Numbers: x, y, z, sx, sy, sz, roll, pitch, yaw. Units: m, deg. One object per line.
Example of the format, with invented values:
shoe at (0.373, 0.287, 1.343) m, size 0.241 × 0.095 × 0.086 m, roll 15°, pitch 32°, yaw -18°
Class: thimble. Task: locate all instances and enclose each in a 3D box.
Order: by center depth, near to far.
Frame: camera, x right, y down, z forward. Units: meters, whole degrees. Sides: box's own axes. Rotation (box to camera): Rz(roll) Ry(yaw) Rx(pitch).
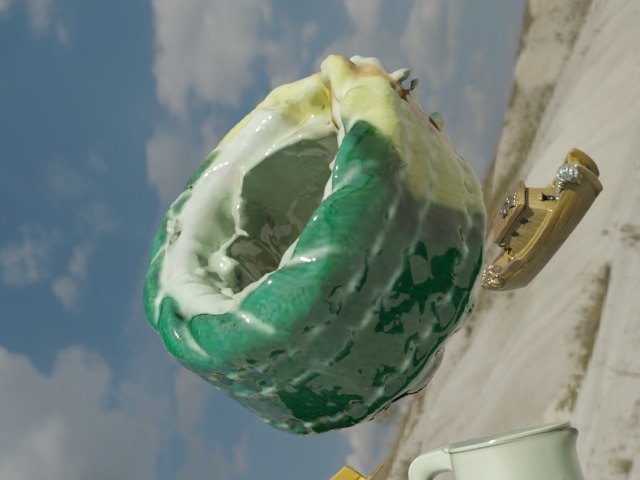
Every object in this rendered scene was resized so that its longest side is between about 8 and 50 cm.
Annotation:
thimble at (0.000, 0.000, 0.696) m, size 0.167 × 0.254 × 0.288 m, roll 39°, pitch -106°, yaw -33°

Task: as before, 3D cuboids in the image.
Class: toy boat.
toy boat at (0.361, -0.026, 1.504) m, size 0.089 × 0.121 × 0.321 m, roll -78°, pitch 12°, yaw -47°

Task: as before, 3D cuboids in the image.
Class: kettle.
kettle at (0.306, 0.454, 1.338) m, size 0.205 × 0.265 × 0.318 m, roll -6°, pitch -104°, yaw -33°

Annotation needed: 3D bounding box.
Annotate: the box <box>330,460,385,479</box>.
box at (-0.037, 0.283, 0.708) m, size 0.247 × 0.033 × 0.129 m, roll -59°, pitch -16°, yaw 14°
